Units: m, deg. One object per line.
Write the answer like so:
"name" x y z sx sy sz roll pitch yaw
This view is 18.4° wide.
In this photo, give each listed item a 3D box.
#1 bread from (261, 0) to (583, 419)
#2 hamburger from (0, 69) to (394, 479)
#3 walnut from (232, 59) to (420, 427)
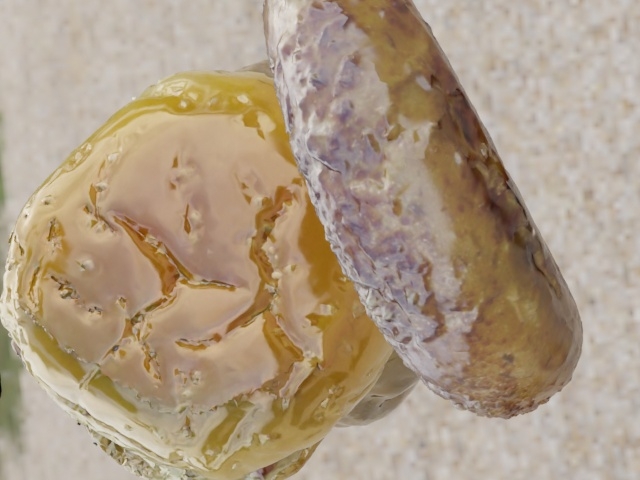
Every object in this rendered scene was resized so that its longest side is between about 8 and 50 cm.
"bread" 0.033 -0.022 0.691 0.193 0.064 0.193 61 -172 -15
"hamburger" -0.064 0.026 1.138 0.163 0.244 0.244 137 126 -86
"walnut" 0.000 0.000 1.585 0.333 0.332 0.333 173 90 -71
